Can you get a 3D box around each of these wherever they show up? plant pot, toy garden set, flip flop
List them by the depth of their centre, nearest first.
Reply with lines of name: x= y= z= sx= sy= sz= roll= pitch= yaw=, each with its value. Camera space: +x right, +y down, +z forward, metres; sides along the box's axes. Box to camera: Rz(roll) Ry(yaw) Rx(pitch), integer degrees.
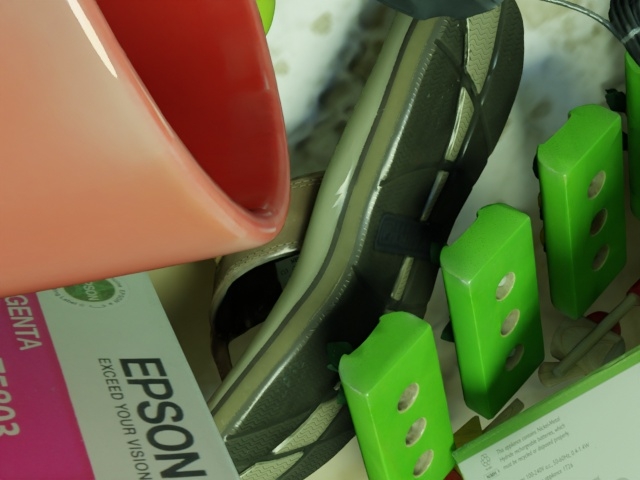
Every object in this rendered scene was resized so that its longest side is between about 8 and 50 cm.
plant pot: x=-0.170 y=-0.089 z=0.515 sx=0.243 sy=0.275 sz=0.275 roll=-19 pitch=126 yaw=10
flip flop: x=0.000 y=0.000 z=0.742 sx=0.112 sy=0.080 sz=0.277 roll=17 pitch=99 yaw=-60
toy garden set: x=0.095 y=0.033 z=0.785 sx=0.244 sy=0.049 sz=0.204 roll=-46 pitch=146 yaw=-23

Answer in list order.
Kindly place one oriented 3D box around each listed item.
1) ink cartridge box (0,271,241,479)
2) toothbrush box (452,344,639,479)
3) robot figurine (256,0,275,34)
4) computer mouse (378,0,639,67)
ink cartridge box: x=-0.146 y=0.081 z=0.635 sx=0.193 sy=0.235 sz=0.088 roll=-1 pitch=120 yaw=-22
toothbrush box: x=0.236 y=0.082 z=0.746 sx=0.283 sy=0.122 sz=0.206 roll=-9 pitch=160 yaw=-43
robot figurine: x=-0.069 y=-0.090 z=0.666 sx=0.115 sy=0.067 sz=0.101 roll=-30 pitch=114 yaw=-3
computer mouse: x=0.093 y=-0.111 z=0.688 sx=0.242 sy=0.071 sz=0.041 roll=22 pitch=145 yaw=-15
